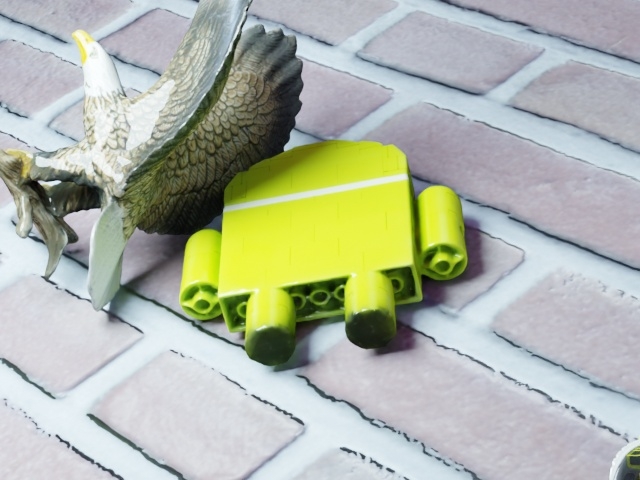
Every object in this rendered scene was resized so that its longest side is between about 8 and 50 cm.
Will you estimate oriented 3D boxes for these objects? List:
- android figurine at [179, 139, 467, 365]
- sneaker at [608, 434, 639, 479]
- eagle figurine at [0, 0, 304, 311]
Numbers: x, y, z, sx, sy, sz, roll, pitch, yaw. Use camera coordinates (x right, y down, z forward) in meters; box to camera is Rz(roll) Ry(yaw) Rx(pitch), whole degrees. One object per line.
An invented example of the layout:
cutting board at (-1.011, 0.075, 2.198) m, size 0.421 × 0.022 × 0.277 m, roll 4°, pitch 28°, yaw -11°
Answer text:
android figurine at (0.000, 0.000, 1.522) m, size 0.248 × 0.056 × 0.273 m, roll -11°, pitch 35°, yaw 6°
sneaker at (0.231, 0.155, 1.237) m, size 0.035 × 0.031 × 0.083 m, roll 17°, pitch 45°, yaw 37°
eagle figurine at (-0.145, -0.103, 1.571) m, size 0.298 × 0.225 × 0.226 m, roll -24°, pitch 24°, yaw -1°
